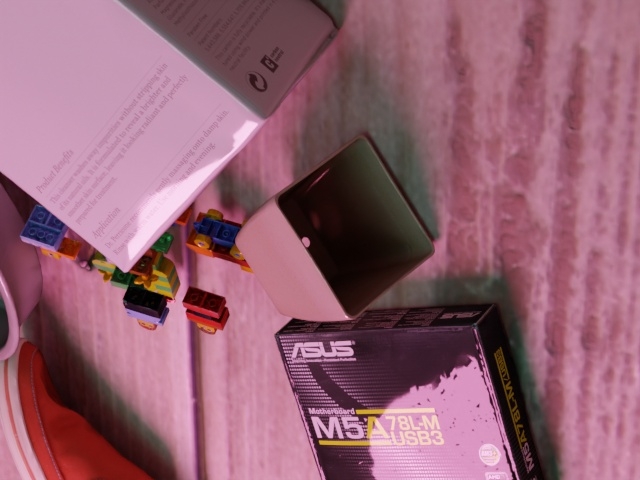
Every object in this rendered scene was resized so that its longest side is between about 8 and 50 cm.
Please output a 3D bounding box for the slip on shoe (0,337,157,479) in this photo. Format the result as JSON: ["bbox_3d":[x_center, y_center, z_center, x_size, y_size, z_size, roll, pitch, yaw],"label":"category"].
[{"bbox_3d":[-0.191,0.229,1.719,0.101,0.123,0.331,-28,93,6],"label":"slip on shoe"}]

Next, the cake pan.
[{"bbox_3d":[-0.342,-0.027,1.638,0.293,0.054,0.293,36,150,24],"label":"cake pan"}]

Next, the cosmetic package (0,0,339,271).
[{"bbox_3d":[-0.211,-0.187,1.420,0.385,0.156,0.217,42,130,-7],"label":"cosmetic package"}]

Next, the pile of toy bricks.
[{"bbox_3d":[-0.143,0.018,1.577,0.212,0.118,0.105,17,156,14],"label":"pile of toy bricks"}]

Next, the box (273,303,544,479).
[{"bbox_3d":[0.074,0.143,1.530,0.191,0.045,0.184,-3,115,33],"label":"box"}]

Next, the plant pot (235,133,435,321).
[{"bbox_3d":[0.000,0.000,1.467,0.096,0.109,0.109,-23,102,51],"label":"plant pot"}]
